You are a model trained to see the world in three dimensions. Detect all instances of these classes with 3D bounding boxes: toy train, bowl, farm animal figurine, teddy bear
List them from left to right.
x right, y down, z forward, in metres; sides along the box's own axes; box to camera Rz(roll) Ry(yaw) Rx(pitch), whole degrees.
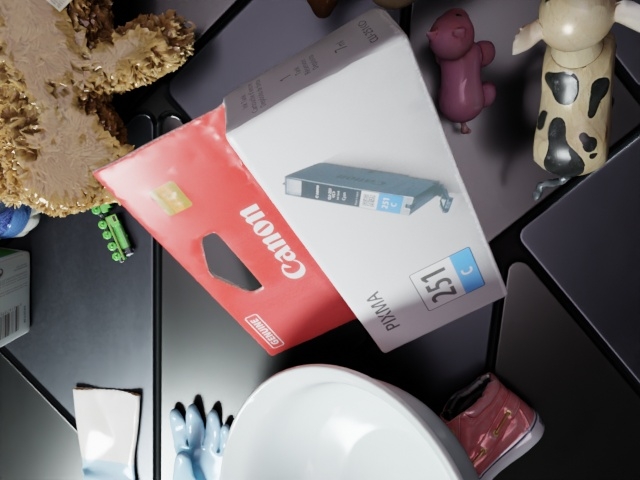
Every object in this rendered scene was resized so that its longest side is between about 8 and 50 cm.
[{"bbox_3d":[-0.250,-0.196,0.502,0.245,0.113,0.338,-26,108,-6],"label":"teddy bear"},{"bbox_3d":[-0.227,-0.017,0.595,0.024,0.017,0.083,-21,99,-1],"label":"toy train"},{"bbox_3d":[0.047,0.262,0.538,0.298,0.134,0.297,-1,89,37],"label":"bowl"},{"bbox_3d":[0.126,-0.217,0.383,0.330,0.172,0.326,37,132,7],"label":"farm animal figurine"}]

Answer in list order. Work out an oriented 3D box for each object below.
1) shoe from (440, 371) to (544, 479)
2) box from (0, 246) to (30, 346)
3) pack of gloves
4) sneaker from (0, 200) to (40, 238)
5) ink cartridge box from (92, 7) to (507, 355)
[{"bbox_3d":[0.147,0.224,0.587,0.081,0.063,0.178,44,97,-3],"label":"shoe"},{"bbox_3d":[-0.379,0.062,0.581,0.087,0.101,0.102,7,102,5],"label":"box"},{"bbox_3d":[-0.203,0.296,0.642,0.195,0.046,0.232,4,102,4],"label":"pack of gloves"},{"bbox_3d":[-0.449,-0.102,0.532,0.330,0.147,0.129,27,103,0],"label":"sneaker"},{"bbox_3d":[0.000,0.000,0.480,0.261,0.066,0.296,-27,130,10],"label":"ink cartridge box"}]
